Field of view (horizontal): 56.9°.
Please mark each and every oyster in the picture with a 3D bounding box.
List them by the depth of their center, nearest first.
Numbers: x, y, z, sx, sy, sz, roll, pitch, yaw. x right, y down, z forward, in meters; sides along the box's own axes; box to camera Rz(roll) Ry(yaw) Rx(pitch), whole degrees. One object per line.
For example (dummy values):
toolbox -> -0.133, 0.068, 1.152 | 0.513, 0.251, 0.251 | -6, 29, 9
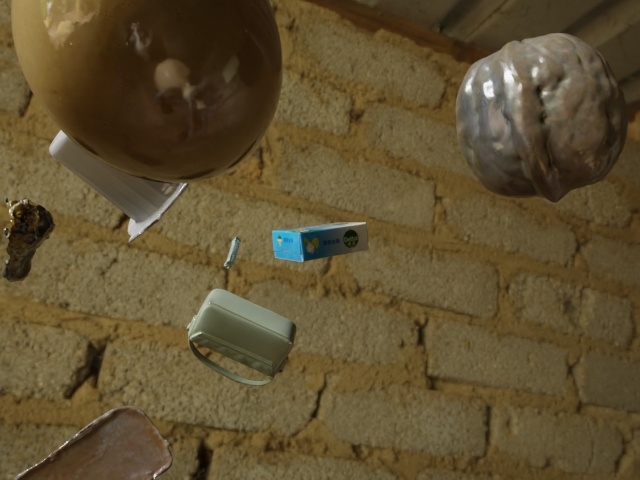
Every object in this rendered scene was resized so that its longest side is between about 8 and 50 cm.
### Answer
oyster -> -0.501, -0.001, 1.002 | 0.078, 0.129, 0.345 | 17, -19, -23

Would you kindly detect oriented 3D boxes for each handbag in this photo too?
handbag -> -0.197, 0.248, 1.429 | 0.256, 0.079, 0.219 | 27, -61, -6

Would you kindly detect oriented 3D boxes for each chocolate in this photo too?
chocolate -> -0.406, 0.421, 1.072 | 0.261, 0.161, 0.083 | -32, -8, -24

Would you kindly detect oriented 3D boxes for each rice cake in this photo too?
rice cake -> -0.213, 0.029, 1.439 | 0.021, 0.121, 0.022 | 38, -66, -16

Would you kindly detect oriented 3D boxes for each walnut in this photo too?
walnut -> 0.287, -0.156, 0.782 | 0.224, 0.224, 0.224 | 8, -16, 2

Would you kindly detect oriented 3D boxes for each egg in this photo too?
egg -> -0.195, -0.226, 0.737 | 0.300, 0.301, 0.374 | 3, -22, 21

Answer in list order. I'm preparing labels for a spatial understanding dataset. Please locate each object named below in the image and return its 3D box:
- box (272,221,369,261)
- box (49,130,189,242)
box -> 0.000, 0.001, 1.445 | 0.194, 0.073, 0.139 | -8, 6, -32
box -> -0.344, -0.176, 1.067 | 0.206, 0.262, 0.291 | 40, 1, -27
